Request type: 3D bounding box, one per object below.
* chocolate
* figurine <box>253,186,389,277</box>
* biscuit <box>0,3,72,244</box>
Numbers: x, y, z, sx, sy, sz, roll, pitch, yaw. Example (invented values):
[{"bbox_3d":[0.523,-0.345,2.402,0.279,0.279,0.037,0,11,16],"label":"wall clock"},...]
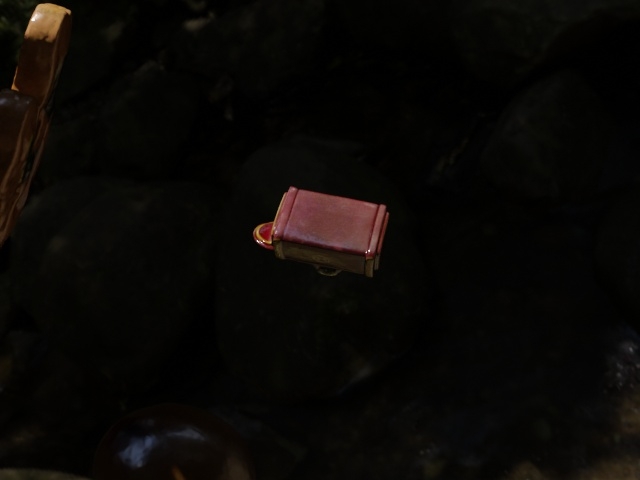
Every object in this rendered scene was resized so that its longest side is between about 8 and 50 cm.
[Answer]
[{"bbox_3d":[-0.151,0.234,0.906,0.177,0.176,0.176,-23,39,20],"label":"chocolate"},{"bbox_3d":[-0.001,0.001,1.048,0.155,0.098,0.082,10,55,9],"label":"figurine"},{"bbox_3d":[-0.305,-0.084,0.893,0.334,0.047,0.201,-45,29,54],"label":"biscuit"}]
